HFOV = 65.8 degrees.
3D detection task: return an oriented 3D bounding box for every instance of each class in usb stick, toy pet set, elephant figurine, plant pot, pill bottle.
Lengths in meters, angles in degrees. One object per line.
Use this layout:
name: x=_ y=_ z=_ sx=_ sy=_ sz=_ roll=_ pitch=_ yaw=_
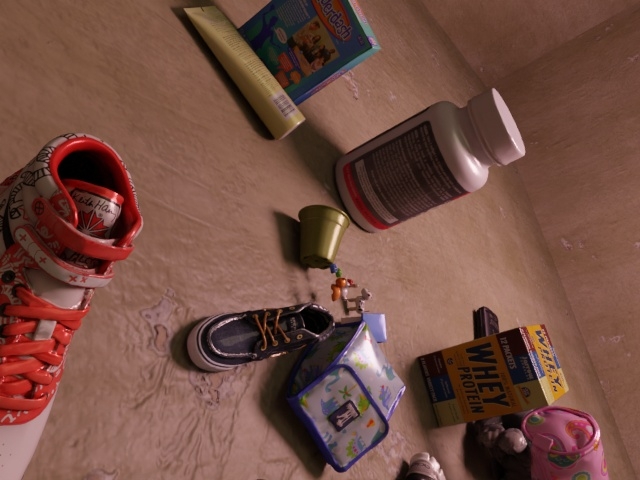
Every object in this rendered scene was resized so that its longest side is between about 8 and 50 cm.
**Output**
usb stick: x=0.415 y=0.280 z=1.213 sx=0.077 sy=0.045 sz=0.278 roll=42 pitch=37 yaw=-20
toy pet set: x=0.063 y=0.099 z=0.758 sx=0.122 sy=0.065 sz=0.114 roll=42 pitch=43 yaw=-67
elephant figurine: x=0.404 y=0.464 z=0.985 sx=0.169 sy=0.186 sz=0.239 roll=-140 pitch=-147 yaw=-84
plant pot: x=0.000 y=0.000 z=0.764 sx=0.083 sy=0.083 sz=0.079 roll=35 pitch=53 yaw=-40
pill bottle: x=0.200 y=-0.149 z=0.931 sx=0.176 sy=0.318 sz=0.176 roll=35 pitch=43 yaw=-40

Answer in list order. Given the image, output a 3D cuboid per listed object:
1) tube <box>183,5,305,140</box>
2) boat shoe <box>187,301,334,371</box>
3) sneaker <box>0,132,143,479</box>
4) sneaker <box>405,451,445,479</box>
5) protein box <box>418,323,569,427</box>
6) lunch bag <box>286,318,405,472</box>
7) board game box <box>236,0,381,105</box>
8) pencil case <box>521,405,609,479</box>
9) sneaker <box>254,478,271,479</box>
tube: x=-0.119 y=-0.275 z=0.803 sx=0.240 sy=0.062 sz=0.070 roll=53 pitch=-9 yaw=-11
boat shoe: x=-0.062 y=0.104 z=0.577 sx=0.183 sy=0.083 sz=0.065 roll=4 pitch=65 yaw=-56
sneaker: x=-0.203 y=0.046 z=0.346 sx=0.090 sy=0.145 sz=0.270 roll=30 pitch=45 yaw=-44
sneaker: x=0.173 y=0.410 z=0.733 sx=0.075 sy=0.063 sz=0.170 roll=-8 pitch=70 yaw=-58
protein box: x=0.335 y=0.256 z=0.953 sx=0.200 sy=0.201 sz=0.136 roll=10 pitch=59 yaw=-54
lunch bag: x=0.030 y=0.199 z=0.648 sx=0.151 sy=0.096 sz=0.129 roll=-45 pitch=110 yaw=-43
board game box: x=-0.028 y=-0.333 z=0.827 sx=0.160 sy=0.210 sz=0.047 roll=63 pitch=31 yaw=-4
pencil case: x=0.417 y=0.421 z=0.832 sx=0.124 sy=0.124 sz=0.284 roll=-48 pitch=127 yaw=-57
sneaker: x=-0.018 y=0.310 z=0.533 sx=0.170 sy=0.068 sz=0.071 roll=33 pitch=57 yaw=-29
